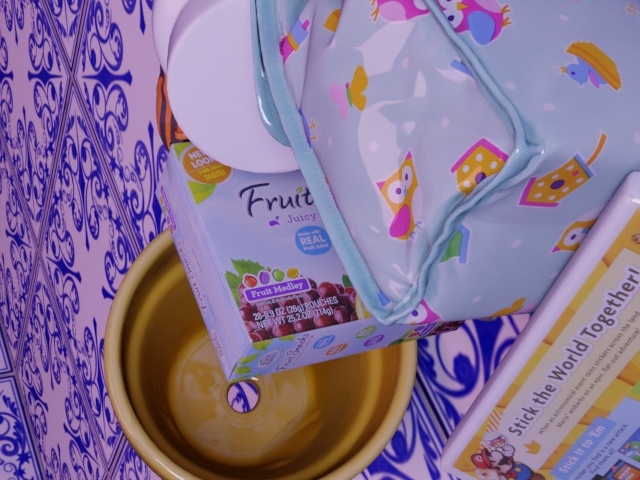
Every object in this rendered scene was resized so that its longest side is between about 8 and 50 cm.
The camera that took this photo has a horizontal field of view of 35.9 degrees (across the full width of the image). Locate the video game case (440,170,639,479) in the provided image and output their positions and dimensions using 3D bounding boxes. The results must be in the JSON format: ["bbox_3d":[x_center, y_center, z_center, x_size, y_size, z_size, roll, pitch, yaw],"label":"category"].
[{"bbox_3d":[0.193,0.093,0.492,0.206,0.026,0.227,26,134,3],"label":"video game case"}]

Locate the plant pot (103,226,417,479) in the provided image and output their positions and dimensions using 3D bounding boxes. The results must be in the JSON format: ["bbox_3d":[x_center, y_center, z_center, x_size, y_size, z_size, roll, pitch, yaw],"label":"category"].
[{"bbox_3d":[-0.061,0.120,0.892,0.239,0.254,0.254,114,140,-69],"label":"plant pot"}]

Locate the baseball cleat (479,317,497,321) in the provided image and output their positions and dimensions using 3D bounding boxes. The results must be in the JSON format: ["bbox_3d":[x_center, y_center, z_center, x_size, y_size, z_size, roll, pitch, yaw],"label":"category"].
[{"bbox_3d":[0.069,-0.031,0.730,0.072,0.109,0.206,60,-164,-70],"label":"baseball cleat"}]

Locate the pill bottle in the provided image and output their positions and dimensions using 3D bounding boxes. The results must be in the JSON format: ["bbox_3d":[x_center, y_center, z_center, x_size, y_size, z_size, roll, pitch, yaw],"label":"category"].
[{"bbox_3d":[-0.043,-0.183,0.741,0.283,0.160,0.160,-97,18,-51],"label":"pill bottle"}]

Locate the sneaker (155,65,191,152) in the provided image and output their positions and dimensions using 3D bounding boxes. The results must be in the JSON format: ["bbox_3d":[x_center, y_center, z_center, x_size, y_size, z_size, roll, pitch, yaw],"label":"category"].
[{"bbox_3d":[-0.088,-0.141,0.991,0.321,0.124,0.180,-120,30,-52],"label":"sneaker"}]

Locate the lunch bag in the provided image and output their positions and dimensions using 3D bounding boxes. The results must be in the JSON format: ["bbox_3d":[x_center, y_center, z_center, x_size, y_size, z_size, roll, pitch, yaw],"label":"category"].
[{"bbox_3d":[0.091,-0.094,0.551,0.262,0.223,0.160,61,139,33],"label":"lunch bag"}]

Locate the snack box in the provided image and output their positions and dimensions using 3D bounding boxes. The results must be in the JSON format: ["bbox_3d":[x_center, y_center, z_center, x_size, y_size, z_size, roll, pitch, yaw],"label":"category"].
[{"bbox_3d":[0.000,0.000,0.758,0.174,0.207,0.070,66,147,26],"label":"snack box"}]
